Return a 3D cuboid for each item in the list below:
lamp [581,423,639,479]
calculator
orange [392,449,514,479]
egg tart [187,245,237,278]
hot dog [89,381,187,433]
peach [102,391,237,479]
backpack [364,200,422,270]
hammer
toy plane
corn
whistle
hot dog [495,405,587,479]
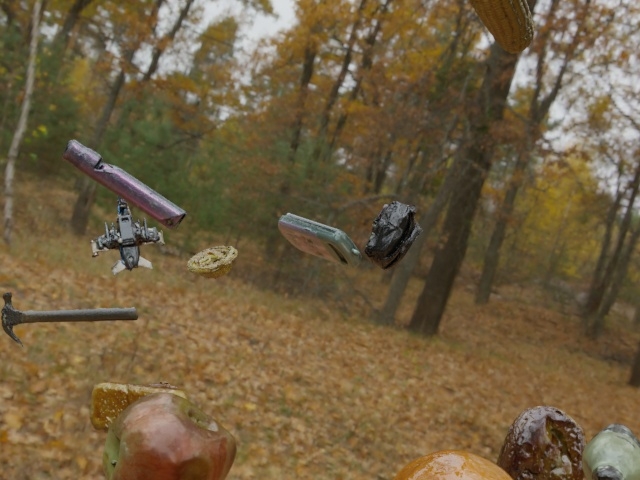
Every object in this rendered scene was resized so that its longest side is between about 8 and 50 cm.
[{"bbox_3d":[0.488,0.361,1.267,0.101,0.101,0.250,18,15,23],"label":"lamp"},{"bbox_3d":[0.000,0.000,1.896,0.246,0.045,0.141,19,-22,36],"label":"calculator"},{"bbox_3d":[0.222,0.472,1.233,0.260,0.261,0.261,19,0,0],"label":"orange"},{"bbox_3d":[-0.256,0.055,1.826,0.128,0.049,0.129,-11,24,5],"label":"egg tart"},{"bbox_3d":[-0.410,0.407,1.812,0.256,0.151,0.153,1,-14,25],"label":"hot dog"},{"bbox_3d":[-0.261,0.377,1.348,0.235,0.214,0.214,13,4,-39],"label":"peach"},{"bbox_3d":[0.173,-0.012,1.899,0.105,0.165,0.120,29,-20,28],"label":"backpack"},{"bbox_3d":[-0.567,0.172,1.734,0.297,0.125,0.027,-2,4,-17],"label":"hammer"},{"bbox_3d":[-0.365,-0.030,1.426,0.135,0.189,0.062,-7,-5,-15],"label":"toy plane"},{"bbox_3d":[0.433,-0.561,1.828,0.120,0.121,0.363,18,-5,28],"label":"corn"},{"bbox_3d":[-0.256,-0.071,0.997,0.176,0.033,0.033,34,-5,-18],"label":"whistle"},{"bbox_3d":[0.637,0.679,2.231,0.266,0.388,0.174,17,6,-5],"label":"hot dog"}]
